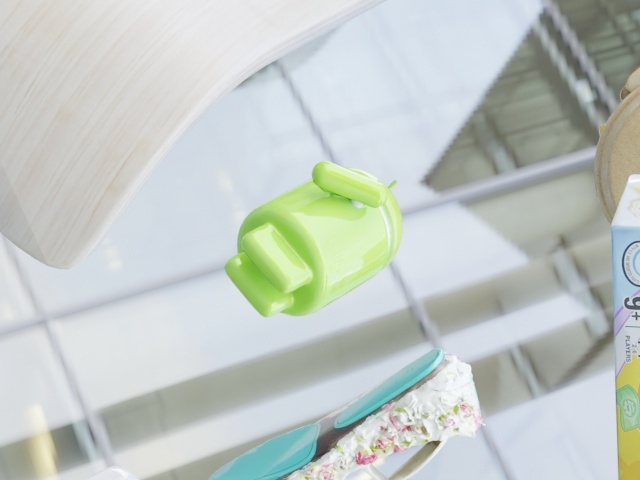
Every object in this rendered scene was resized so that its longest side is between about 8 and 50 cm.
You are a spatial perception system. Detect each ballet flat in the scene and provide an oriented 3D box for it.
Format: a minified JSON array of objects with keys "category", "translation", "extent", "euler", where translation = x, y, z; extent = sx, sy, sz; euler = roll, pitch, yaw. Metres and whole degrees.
[{"category":"ballet flat","translation":[0.022,0.170,1.350],"extent":[0.077,0.241,0.091],"euler":[56,18,-12]}]

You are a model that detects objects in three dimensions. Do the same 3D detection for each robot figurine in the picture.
[{"category":"robot figurine","translation":[0.000,0.000,0.969],"extent":[0.067,0.115,0.101],"euler":[48,-43,14]}]

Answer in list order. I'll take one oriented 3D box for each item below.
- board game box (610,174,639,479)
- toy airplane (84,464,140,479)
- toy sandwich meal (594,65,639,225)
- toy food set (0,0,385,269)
[{"category":"board game box","translation":[0.119,0.062,0.380],"extent":[0.103,0.026,0.154],"euler":[3,-62,19]},{"category":"toy airplane","translation":[-0.207,0.296,1.049],"extent":[0.384,0.272,0.386],"euler":[-15,-100,22]},{"category":"toy sandwich meal","translation":[0.141,-0.030,0.649],"extent":[0.029,0.086,0.085],"euler":[-53,133,-76]},{"category":"toy food set","translation":[-0.064,-0.123,0.547],"extent":[0.220,0.306,0.092],"euler":[40,-55,9]}]
